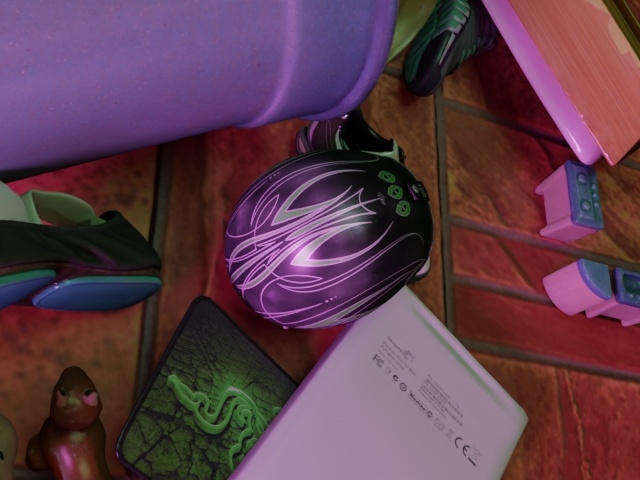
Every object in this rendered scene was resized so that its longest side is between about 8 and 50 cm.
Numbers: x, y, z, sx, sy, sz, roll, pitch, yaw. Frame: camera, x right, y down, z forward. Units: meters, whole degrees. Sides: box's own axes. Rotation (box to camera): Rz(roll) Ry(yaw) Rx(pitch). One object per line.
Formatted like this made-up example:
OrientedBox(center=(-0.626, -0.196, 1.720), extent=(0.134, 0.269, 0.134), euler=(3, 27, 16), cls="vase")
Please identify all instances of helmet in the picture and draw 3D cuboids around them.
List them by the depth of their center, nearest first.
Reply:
OrientedBox(center=(0.000, 0.000, 0.778), extent=(0.161, 0.169, 0.169), euler=(-18, 78, -36), cls="helmet")

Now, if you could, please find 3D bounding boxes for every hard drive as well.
OrientedBox(center=(0.057, 0.195, 0.779), extent=(0.203, 0.040, 0.307), euler=(47, 47, -5), cls="hard drive")

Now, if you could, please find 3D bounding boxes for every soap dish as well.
OrientedBox(center=(0.317, -0.239, 1.060), extent=(0.291, 0.118, 0.229), euler=(60, 30, 5), cls="soap dish")

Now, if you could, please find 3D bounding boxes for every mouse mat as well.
OrientedBox(center=(-0.071, 0.156, 0.722), extent=(0.189, 0.007, 0.152), euler=(49, 49, -32), cls="mouse mat")

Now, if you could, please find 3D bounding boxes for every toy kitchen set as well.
OrientedBox(center=(0.372, 0.003, 1.023), extent=(0.207, 0.122, 0.166), euler=(13, 62, -25), cls="toy kitchen set")

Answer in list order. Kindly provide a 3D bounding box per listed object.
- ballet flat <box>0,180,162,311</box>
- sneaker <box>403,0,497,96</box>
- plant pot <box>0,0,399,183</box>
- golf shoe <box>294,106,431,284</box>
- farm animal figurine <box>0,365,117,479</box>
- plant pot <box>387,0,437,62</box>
OrientedBox(center=(-0.217, 0.010, 0.637), extent=(0.096, 0.095, 0.280), euler=(63, 15, 9), cls="ballet flat")
OrientedBox(center=(0.171, -0.238, 1.044), extent=(0.098, 0.083, 0.223), euler=(35, 54, -18), cls="sneaker")
OrientedBox(center=(-0.174, -0.209, 0.694), extent=(0.334, 0.341, 0.341), euler=(-24, 81, -28), cls="plant pot")
OrientedBox(center=(0.054, -0.046, 0.880), extent=(0.077, 0.094, 0.198), euler=(-38, 91, -38), cls="golf shoe")
OrientedBox(center=(-0.273, 0.175, 0.536), extent=(0.330, 0.172, 0.326), euler=(18, 61, -23), cls="farm animal figurine")
OrientedBox(center=(0.048, -0.286, 0.930), extent=(0.236, 0.236, 0.032), euler=(-23, 45, -36), cls="plant pot")
